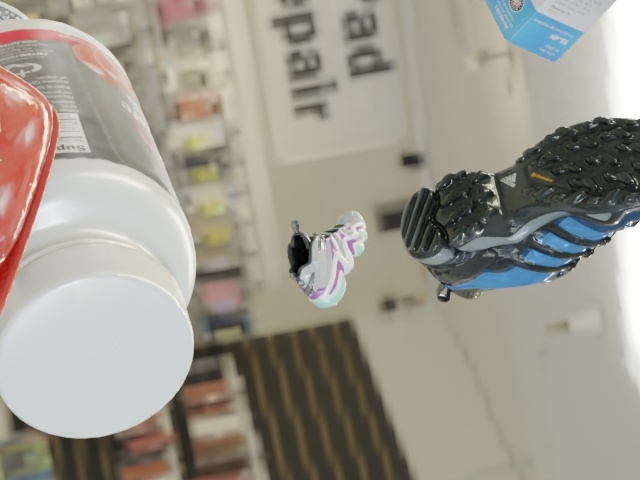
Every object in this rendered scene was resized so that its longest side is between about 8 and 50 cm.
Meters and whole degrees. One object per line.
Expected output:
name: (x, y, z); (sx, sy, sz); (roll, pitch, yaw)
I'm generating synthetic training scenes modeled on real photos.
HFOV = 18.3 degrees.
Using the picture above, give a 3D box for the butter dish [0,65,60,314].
butter dish: (-0.206, -0.047, 1.052); (0.118, 0.160, 0.160); (-23, -134, 54)

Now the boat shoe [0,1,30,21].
boat shoe: (-0.293, -0.013, 1.636); (0.367, 0.136, 0.156); (104, 5, -45)

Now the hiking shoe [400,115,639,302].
hiking shoe: (0.234, -0.029, 1.913); (0.132, 0.304, 0.113); (53, 29, -49)

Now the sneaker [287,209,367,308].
sneaker: (0.000, 0.000, 1.639); (0.069, 0.038, 0.098); (43, 46, -30)

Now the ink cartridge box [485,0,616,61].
ink cartridge box: (0.201, -0.236, 1.506); (0.180, 0.060, 0.104); (-45, -133, 28)

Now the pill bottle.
pill bottle: (-0.186, -0.010, 1.384); (0.318, 0.176, 0.176); (-116, -164, -53)
